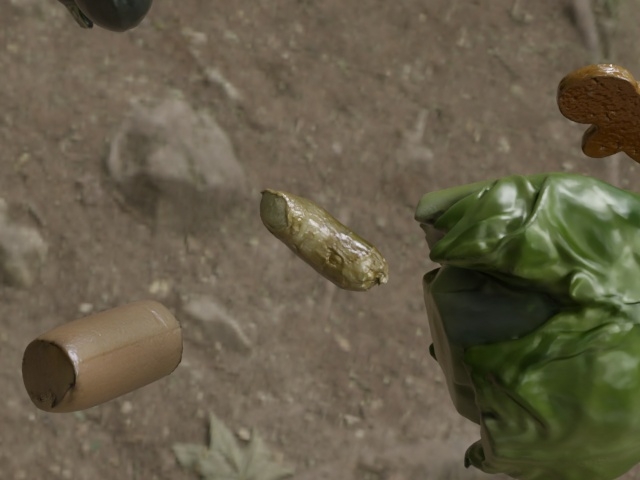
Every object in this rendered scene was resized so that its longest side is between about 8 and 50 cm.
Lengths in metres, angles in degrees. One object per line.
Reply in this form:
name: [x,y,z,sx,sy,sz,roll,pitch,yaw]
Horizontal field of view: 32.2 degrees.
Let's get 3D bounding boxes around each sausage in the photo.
sausage: [-0.304,0.161,1.534,0.123,0.123,0.253,27,17,21]

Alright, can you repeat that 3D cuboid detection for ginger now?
ginger: [0.001,-0.001,1.368,0.190,0.095,0.069,37,78,-3]

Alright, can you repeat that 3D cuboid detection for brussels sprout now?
brussels sprout: [0.333,0.104,1.508,0.361,0.425,0.342,-14,11,-2]

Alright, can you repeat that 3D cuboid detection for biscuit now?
biscuit: [0.381,-0.146,1.300,0.250,0.165,0.036,20,52,-25]

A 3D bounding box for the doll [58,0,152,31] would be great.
doll: [-0.383,-0.524,1.711,0.252,0.382,0.379,-46,39,-18]
